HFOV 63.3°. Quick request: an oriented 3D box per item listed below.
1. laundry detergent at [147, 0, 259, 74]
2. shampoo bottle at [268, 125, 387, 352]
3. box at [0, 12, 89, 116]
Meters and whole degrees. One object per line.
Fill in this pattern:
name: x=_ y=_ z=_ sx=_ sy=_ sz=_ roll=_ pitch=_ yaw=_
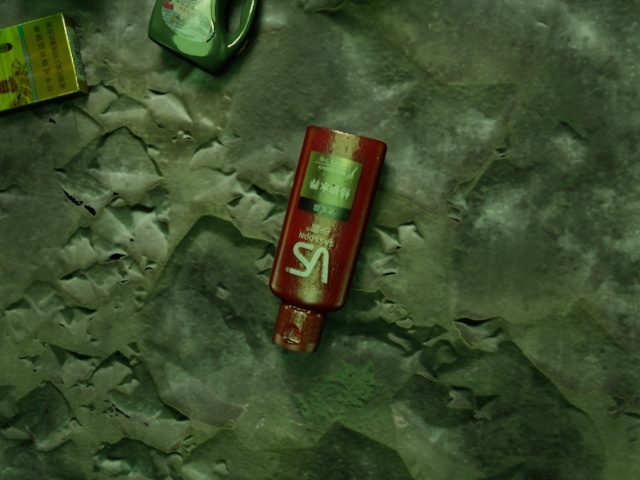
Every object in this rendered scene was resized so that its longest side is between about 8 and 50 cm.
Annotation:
laundry detergent: x=-0.147 y=-0.354 z=0.742 sx=0.137 sy=0.063 sz=0.210 roll=31 pitch=95 yaw=3
shampoo bottle: x=0.000 y=0.000 z=0.735 sx=0.118 sy=0.076 sz=0.314 roll=15 pitch=95 yaw=3
box: x=-0.465 y=-0.265 z=0.802 sx=0.193 sy=0.030 sz=0.121 roll=-11 pitch=92 yaw=8
